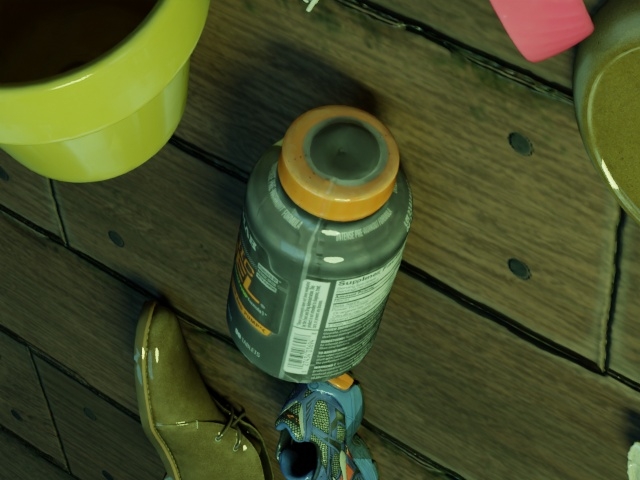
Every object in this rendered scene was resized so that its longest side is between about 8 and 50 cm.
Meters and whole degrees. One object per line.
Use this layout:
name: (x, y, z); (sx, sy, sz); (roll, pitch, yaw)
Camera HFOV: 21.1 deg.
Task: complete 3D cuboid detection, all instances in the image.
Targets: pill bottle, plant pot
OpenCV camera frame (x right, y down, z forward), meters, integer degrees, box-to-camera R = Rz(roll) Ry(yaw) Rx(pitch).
pill bottle: (0.000, 0.000, 1.339); (0.130, 0.130, 0.245); (37, 149, 15)
plant pot: (-0.200, -0.165, 1.294); (0.254, 0.254, 0.239); (35, 163, 18)
plant pot: (0.249, -0.054, 1.057); (0.236, 0.032, 0.236); (32, 148, 24)

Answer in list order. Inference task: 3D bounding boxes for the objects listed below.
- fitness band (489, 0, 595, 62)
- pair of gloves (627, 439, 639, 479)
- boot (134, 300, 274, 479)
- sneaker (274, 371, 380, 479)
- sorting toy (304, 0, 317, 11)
fitness band: (0.066, -0.230, 0.925); (0.291, 0.054, 0.209); (59, -171, -19)
pair of gloves: (0.332, 0.259, 1.331); (0.204, 0.042, 0.240); (24, 145, 32)
boot: (-0.119, 0.183, 1.782); (0.115, 0.112, 0.305); (-2, 128, 15)
sneaker: (-0.004, 0.208, 1.644); (0.083, 0.087, 0.221); (24, 144, 34)
sorting toy: (-0.012, -0.215, 1.180); (0.083, 0.045, 0.075); (45, 143, 2)
